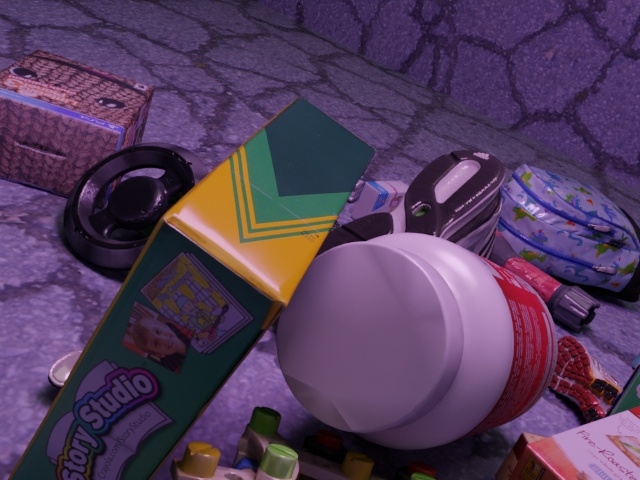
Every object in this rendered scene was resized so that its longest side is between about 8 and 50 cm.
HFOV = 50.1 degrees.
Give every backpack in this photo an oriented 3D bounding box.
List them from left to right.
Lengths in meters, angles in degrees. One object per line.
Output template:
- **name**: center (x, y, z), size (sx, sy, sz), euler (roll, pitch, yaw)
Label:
- **backpack**: center (0.548, -0.028, 1.566), size (0.356, 0.273, 0.290), euler (5, 34, -7)

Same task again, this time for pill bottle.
- **pill bottle**: center (0.126, 0.116, 0.792), size (0.229, 0.229, 0.408), euler (36, 8, 28)

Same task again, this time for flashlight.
- **flashlight**: center (0.417, 0.068, 1.405), size (0.103, 0.103, 0.304), euler (-34, 56, -29)

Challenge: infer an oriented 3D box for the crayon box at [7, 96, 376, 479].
- **crayon box**: center (-0.114, 0.073, 0.632), size (0.106, 0.363, 0.313), euler (35, 29, -4)

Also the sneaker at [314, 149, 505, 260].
- **sneaker**: center (0.144, 0.070, 1.113), size (0.448, 0.257, 0.169), euler (-36, 44, -21)

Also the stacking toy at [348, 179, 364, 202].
- **stacking toy**: center (-0.024, -0.126, 1.505), size (0.167, 0.052, 0.221), euler (30, 28, 20)

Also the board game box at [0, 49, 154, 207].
- **board game box**: center (-0.449, -0.208, 1.218), size (0.232, 0.141, 0.291), euler (17, 25, -10)

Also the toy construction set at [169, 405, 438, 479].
- **toy construction set**: center (0.024, 0.268, 0.633), size (0.328, 0.151, 0.215), euler (33, 2, 5)

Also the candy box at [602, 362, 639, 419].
- **candy box**: center (0.571, 0.282, 0.864), size (0.268, 0.122, 0.317), euler (-1, 31, -36)

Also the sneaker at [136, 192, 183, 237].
- **sneaker**: center (-0.172, -0.001, 1.063), size (0.296, 0.109, 0.123), euler (23, 24, 5)

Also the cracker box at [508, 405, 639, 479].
- **cracker box**: center (0.343, 0.273, 0.751), size (0.232, 0.067, 0.156), euler (-3, 32, -35)

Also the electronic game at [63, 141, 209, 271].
- **electronic game**: center (-0.273, -0.055, 1.029), size (0.230, 0.048, 0.229), euler (-4, 58, 6)

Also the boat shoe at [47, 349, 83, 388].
- **boat shoe**: center (-0.258, 0.145, 0.786), size (0.046, 0.038, 0.125), euler (50, 33, 13)

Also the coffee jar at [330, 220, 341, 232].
- **coffee jar**: center (0.000, 0.000, 1.211), size (0.079, 0.096, 0.184), euler (12, 27, -27)

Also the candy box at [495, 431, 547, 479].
- **candy box**: center (0.389, 0.354, 0.823), size (0.317, 0.087, 0.183), euler (16, 26, -12)

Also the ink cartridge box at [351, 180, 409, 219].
- **ink cartridge box**: center (0.136, -0.080, 1.485), size (0.123, 0.088, 0.052), euler (-8, 38, -47)

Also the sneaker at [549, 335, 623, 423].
- **sneaker**: center (0.440, 0.244, 1.112), size (0.093, 0.088, 0.225), euler (32, 18, -28)

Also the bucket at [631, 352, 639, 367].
- **bucket**: center (0.745, 0.225, 1.248), size (0.281, 0.183, 0.281), euler (16, 25, -8)
